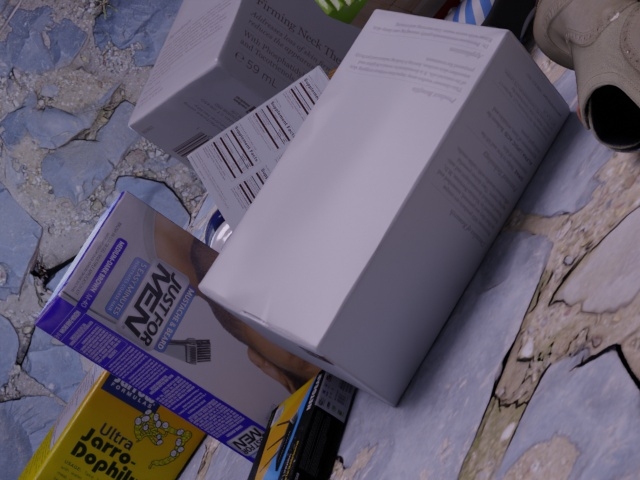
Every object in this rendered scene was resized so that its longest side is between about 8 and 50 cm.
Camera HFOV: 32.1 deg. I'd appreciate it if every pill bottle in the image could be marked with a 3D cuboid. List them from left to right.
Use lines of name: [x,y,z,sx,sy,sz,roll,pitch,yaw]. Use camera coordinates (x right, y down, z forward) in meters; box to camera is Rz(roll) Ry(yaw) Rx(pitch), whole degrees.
pill bottle: [-0.120,0.015,1.936,0.153,0.153,0.265,-55,13,3]

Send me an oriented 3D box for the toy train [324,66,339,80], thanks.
toy train: [0.058,-0.215,1.731,0.190,0.142,0.334,-18,19,14]

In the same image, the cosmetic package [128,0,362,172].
cosmetic package: [-0.101,-0.333,2.133,0.327,0.329,0.394,-25,40,48]

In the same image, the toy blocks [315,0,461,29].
toy blocks: [0.180,-0.401,1.573,0.261,0.381,0.191,-49,58,24]

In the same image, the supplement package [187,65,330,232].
supplement package: [-0.025,-0.081,1.439,0.203,0.149,0.194,-34,-21,3]

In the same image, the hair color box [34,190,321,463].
hair color box: [-0.164,0.112,1.417,0.110,0.339,0.185,-39,21,49]

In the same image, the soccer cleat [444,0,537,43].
soccer cleat: [0.235,-0.325,1.501,0.143,0.116,0.331,6,63,55]

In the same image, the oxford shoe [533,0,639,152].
oxford shoe: [0.260,-0.162,0.996,0.146,0.140,0.397,-62,10,6]

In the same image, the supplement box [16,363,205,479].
supplement box: [-0.357,0.368,1.833,0.356,0.195,0.194,-57,13,1]

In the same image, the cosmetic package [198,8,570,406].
cosmetic package: [0.069,-0.044,1.198,0.217,0.156,0.385,25,80,48]

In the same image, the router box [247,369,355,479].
router box: [-0.031,0.245,1.258,0.133,0.046,0.179,-45,17,42]
